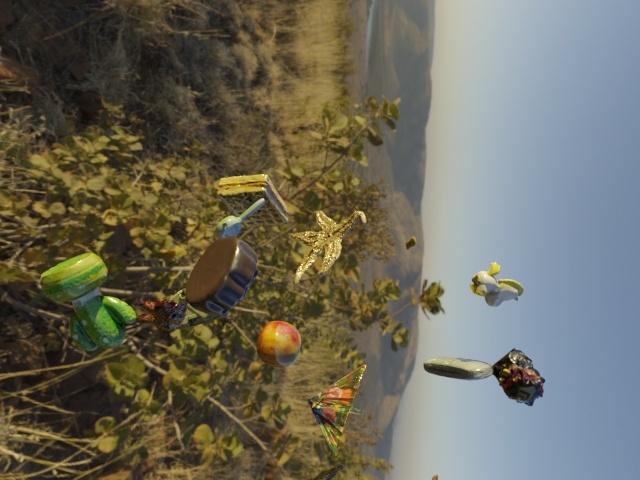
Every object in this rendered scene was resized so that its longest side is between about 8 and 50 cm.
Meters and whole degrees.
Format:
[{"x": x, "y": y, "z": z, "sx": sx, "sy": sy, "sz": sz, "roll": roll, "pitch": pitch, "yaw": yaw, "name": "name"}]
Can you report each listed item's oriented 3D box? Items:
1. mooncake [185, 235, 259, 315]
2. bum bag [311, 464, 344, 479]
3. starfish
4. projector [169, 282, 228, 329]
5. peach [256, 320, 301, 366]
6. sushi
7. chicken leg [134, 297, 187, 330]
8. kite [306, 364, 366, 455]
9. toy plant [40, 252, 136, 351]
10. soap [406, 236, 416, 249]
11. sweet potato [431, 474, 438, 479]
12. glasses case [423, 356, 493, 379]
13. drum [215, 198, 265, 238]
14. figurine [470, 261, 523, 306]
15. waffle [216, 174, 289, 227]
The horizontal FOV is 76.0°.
[{"x": -0.332, "y": 0.127, "z": 1.413, "sx": 0.141, "sy": 0.283, "sz": 0.283, "roll": 39, "pitch": 49, "yaw": -32, "name": "mooncake"}, {"x": 0.003, "y": 0.783, "z": 1.352, "sx": 0.159, "sy": 0.109, "sz": 0.026, "roll": 7, "pitch": 54, "yaw": -60, "name": "bum bag"}, {"x": 0.002, "y": 0.003, "z": 1.296, "sx": 0.060, "sy": 0.299, "sz": 0.302, "roll": 46, "pitch": -1, "yaw": -32, "name": "starfish"}, {"x": -0.563, "y": 0.284, "z": 1.856, "sx": 0.088, "sy": 0.270, "sz": 0.193, "roll": 13, "pitch": 60, "yaw": -69, "name": "projector"}, {"x": -0.210, "y": 0.521, "z": 2.067, "sx": 0.231, "sy": 0.231, "sz": 0.230, "roll": 4, "pitch": 90, "yaw": -77, "name": "peach"}, {"x": 0.771, "y": 0.546, "z": 1.575, "sx": 0.153, "sy": 0.172, "sz": 0.150, "roll": -50, "pitch": 173, "yaw": 20, "name": "sushi"}, {"x": -0.585, "y": 0.271, "z": 1.490, "sx": 0.322, "sy": 0.178, "sz": 0.083, "roll": 131, "pitch": -27, "yaw": -58, "name": "chicken leg"}, {"x": 0.052, "y": 0.554, "z": 1.386, "sx": 0.016, "sy": 0.234, "sz": 0.321, "roll": 60, "pitch": 42, "yaw": -31, "name": "kite"}, {"x": -0.739, "y": 0.210, "z": 1.331, "sx": 0.184, "sy": 0.224, "sz": 0.315, "roll": -97, "pitch": 168, "yaw": -72, "name": "toy plant"}, {"x": 0.327, "y": 0.011, "z": 1.485, "sx": 0.089, "sy": 0.012, "sz": 0.034, "roll": 119, "pitch": -32, "yaw": -72, "name": "soap"}, {"x": 0.346, "y": 0.754, "z": 1.115, "sx": 0.050, "sy": 0.050, "sz": 0.214, "roll": 6, "pitch": 62, "yaw": -76, "name": "sweet potato"}, {"x": 0.487, "y": 0.459, "z": 1.471, "sx": 0.282, "sy": 0.109, "sz": 0.067, "roll": -23, "pitch": -106, "yaw": 62, "name": "glasses case"}, {"x": -0.343, "y": -0.083, "z": 1.774, "sx": 0.253, "sy": 0.049, "sz": 0.130, "roll": -36, "pitch": 160, "yaw": -31, "name": "drum"}, {"x": 0.610, "y": 0.168, "z": 1.412, "sx": 0.129, "sy": 0.178, "sz": 0.109, "roll": -48, "pitch": -170, "yaw": 24, "name": "figurine"}, {"x": -0.322, "y": -0.186, "z": 2.037, "sx": 0.376, "sy": 0.261, "sz": 0.113, "roll": 64, "pitch": 27, "yaw": -64, "name": "waffle"}]
